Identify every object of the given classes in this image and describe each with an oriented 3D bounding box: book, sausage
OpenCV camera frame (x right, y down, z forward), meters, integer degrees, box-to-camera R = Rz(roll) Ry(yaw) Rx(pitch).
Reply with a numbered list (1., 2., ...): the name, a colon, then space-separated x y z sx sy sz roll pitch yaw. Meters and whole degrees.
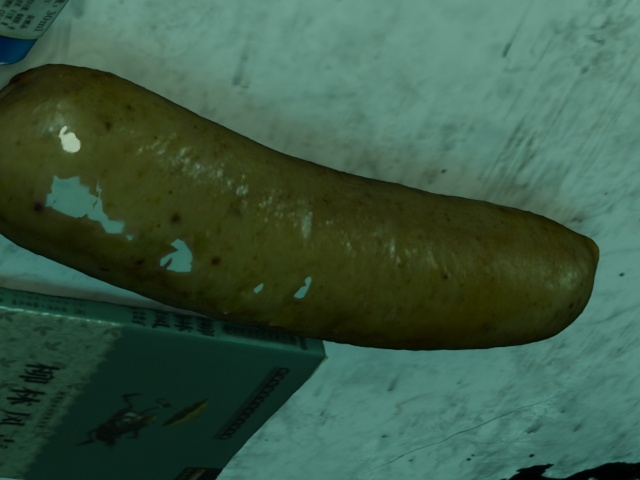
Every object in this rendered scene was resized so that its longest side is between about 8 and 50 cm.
1. book: -0.216 0.133 0.899 0.379 0.031 0.264 12 137 -29
2. sausage: -0.001 0.003 0.731 0.501 0.123 0.136 15 105 -32

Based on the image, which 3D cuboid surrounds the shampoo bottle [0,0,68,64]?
1. shampoo bottle: -0.163 -0.149 0.545 0.087 0.050 0.183 19 131 -38
